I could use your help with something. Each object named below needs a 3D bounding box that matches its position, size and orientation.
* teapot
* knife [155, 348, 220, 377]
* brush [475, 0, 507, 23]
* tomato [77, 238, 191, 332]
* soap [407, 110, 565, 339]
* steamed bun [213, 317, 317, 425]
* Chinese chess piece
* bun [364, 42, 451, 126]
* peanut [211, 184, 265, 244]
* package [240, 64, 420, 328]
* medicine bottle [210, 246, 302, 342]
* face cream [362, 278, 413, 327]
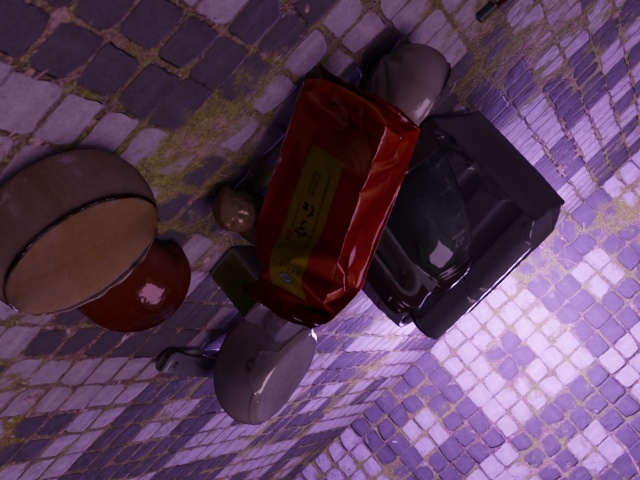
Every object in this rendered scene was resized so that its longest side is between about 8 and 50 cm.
[{"bbox_3d":[0.153,-0.027,1.605,0.233,0.312,0.315,-23,-169,41],"label":"teapot"},{"bbox_3d":[-0.290,0.277,1.953,0.073,0.040,0.265,-55,157,5],"label":"knife"},{"bbox_3d":[0.331,-0.446,1.617,0.083,0.019,0.021,-39,150,-1],"label":"brush"},{"bbox_3d":[-0.310,0.097,1.462,0.199,0.112,0.228,-45,156,15],"label":"tomato"},{"bbox_3d":[0.303,-0.033,1.975,0.213,0.350,0.435,-29,159,-48],"label":"soap"},{"bbox_3d":[-0.145,0.282,1.997,0.283,0.177,0.283,-48,157,-28],"label":"steamed bun"},{"bbox_3d":[-0.349,-0.010,1.184,0.257,0.104,0.257,-34,158,-16],"label":"Chinese chess piece"},{"bbox_3d":[0.140,-0.270,1.490,0.173,0.120,0.173,-54,-169,15],"label":"bun"},{"bbox_3d":[-0.120,-0.046,1.529,0.099,0.099,0.214,-44,154,8],"label":"peanut"},{"bbox_3d":[0.010,-0.064,1.432,0.123,0.196,0.424,-9,123,-53],"label":"package"},{"bbox_3d":[-0.112,0.106,1.704,0.088,0.188,0.132,-48,158,18],"label":"medicine bottle"},{"bbox_3d":[0.203,0.106,2.242,0.175,0.195,0.175,-36,160,-15],"label":"face cream"}]
